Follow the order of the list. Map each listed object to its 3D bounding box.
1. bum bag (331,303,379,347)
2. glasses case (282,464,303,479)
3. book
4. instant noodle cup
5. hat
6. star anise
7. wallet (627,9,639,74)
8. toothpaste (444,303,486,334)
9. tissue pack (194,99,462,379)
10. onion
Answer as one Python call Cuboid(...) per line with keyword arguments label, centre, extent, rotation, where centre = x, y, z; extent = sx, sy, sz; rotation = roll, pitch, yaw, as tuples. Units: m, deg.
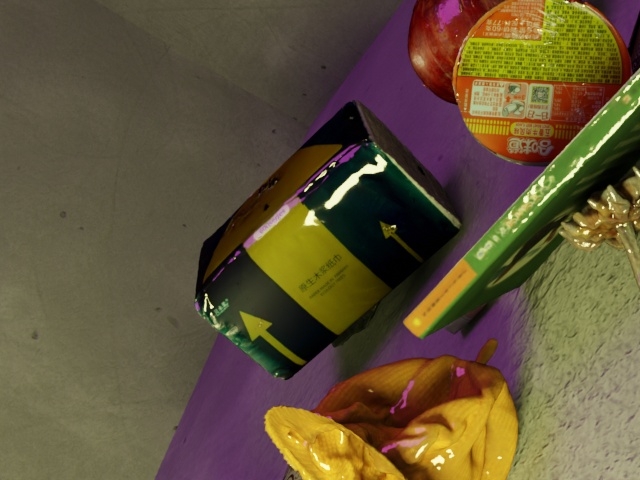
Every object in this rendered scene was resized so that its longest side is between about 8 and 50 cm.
Cuboid(label="bum bag", centre=(0.042, 0.108, 1.553), extent=(0.137, 0.074, 0.310), rotation=(-47, 18, 6))
Cuboid(label="glasses case", centre=(-0.018, 0.409, 0.989), extent=(0.137, 0.085, 0.355), rotation=(-44, 28, 48))
Cuboid(label="book", centre=(0.254, -0.060, 0.779), extent=(0.260, 0.043, 0.371), rotation=(-16, -30, -54))
Cuboid(label="instant noodle cup", centre=(0.262, -0.173, 0.951), extent=(0.193, 0.193, 0.212), rotation=(-59, -13, 7))
Cuboid(label="hat", centre=(0.112, 0.179, 0.821), extent=(0.244, 0.233, 0.233), rotation=(20, 52, 39))
Cuboid(label="star anise", centre=(0.317, 0.026, 0.703), extent=(0.148, 0.218, 0.227), rotation=(-28, 66, 13))
Cuboid(label="wallet", centre=(0.406, -0.249, 0.930), extent=(0.243, 0.039, 0.133), rotation=(-66, 14, -19))
Cuboid(label="toothpaste", centre=(0.224, 0.041, 1.022), extent=(0.194, 0.043, 0.067), rotation=(-50, 11, 20))
Cuboid(label="tissue pack", centre=(0.000, 0.000, 1.364), extent=(0.416, 0.253, 0.264), rotation=(-43, 19, 15))
Cuboid(label="onion", centre=(0.267, -0.342, 1.242), extent=(0.276, 0.276, 0.276), rotation=(-57, 12, 19))
